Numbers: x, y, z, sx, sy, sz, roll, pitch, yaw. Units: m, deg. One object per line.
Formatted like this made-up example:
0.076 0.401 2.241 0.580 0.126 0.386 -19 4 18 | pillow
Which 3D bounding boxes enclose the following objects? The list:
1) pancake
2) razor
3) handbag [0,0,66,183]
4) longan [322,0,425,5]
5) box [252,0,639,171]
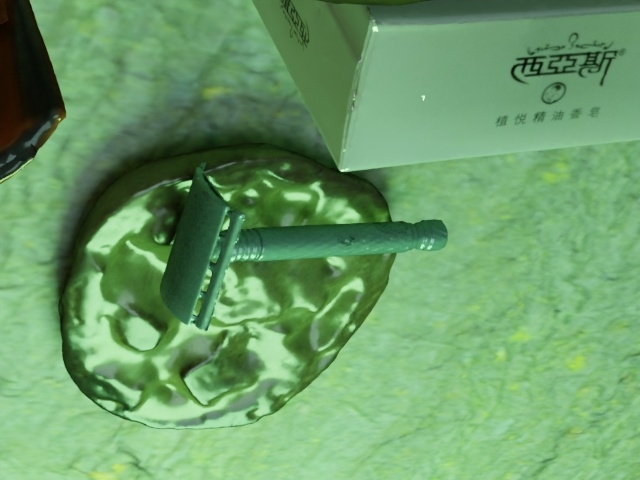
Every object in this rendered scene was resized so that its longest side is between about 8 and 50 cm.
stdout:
-0.075 0.039 1.140 0.294 0.049 0.294 -14 133 -15 | pancake
0.000 0.000 1.074 0.232 0.068 0.106 -3 129 -33 | razor
-0.328 -0.030 0.749 0.410 0.303 0.116 -40 135 13 | handbag
0.012 -0.258 0.700 0.297 0.297 0.297 -14 137 -14 | longan
0.109 -0.161 0.916 0.274 0.203 0.116 -7 136 -22 | box
